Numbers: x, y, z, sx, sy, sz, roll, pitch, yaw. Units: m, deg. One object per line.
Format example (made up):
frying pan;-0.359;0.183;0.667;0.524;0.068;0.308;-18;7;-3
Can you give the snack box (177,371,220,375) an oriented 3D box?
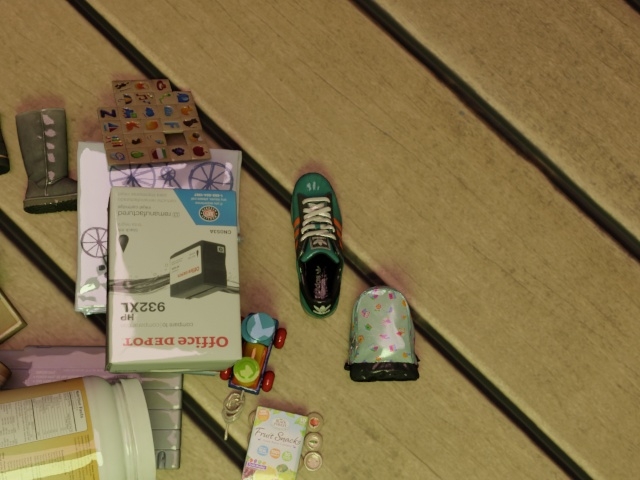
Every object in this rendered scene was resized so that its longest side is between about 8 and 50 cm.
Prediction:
snack box;-0.267;0.142;1.436;0.175;0.070;0.207;9;71;-15

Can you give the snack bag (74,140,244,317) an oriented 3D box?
snack bag;-0.312;-0.022;1.508;0.323;0.037;0.342;1;85;-17

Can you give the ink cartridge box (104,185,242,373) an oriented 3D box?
ink cartridge box;-0.261;0.071;1.350;0.223;0.129;0.307;1;74;-17

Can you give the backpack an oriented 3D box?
backpack;0.124;0.181;1.492;0.152;0.115;0.182;0;75;-2

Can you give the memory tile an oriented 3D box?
memory tile;-0.068;0.387;1.481;0.148;0.012;0.113;4;77;-4

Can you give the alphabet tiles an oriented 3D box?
alphabet tiles;-0.342;-0.242;1.539;0.198;0.009;0.237;-7;53;-21

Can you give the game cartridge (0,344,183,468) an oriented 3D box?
game cartridge;-0.438;0.313;1.443;0.355;0.068;0.230;2;73;-5

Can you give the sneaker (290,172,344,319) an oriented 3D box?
sneaker;0.000;0.000;1.518;0.108;0.121;0.302;-4;78;-6

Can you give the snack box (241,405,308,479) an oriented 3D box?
snack box;-0.087;0.394;1.451;0.100;0.037;0.141;13;77;-3

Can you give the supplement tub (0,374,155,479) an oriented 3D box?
supplement tub;-0.448;0.350;1.271;0.316;0.228;0.228;-7;78;-22

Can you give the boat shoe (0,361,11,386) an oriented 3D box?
boat shoe;-0.721;0.197;1.354;0.341;0.121;0.110;24;68;11

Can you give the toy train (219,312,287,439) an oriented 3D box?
toy train;-0.139;0.254;1.437;0.105;0.143;0.248;16;76;-1

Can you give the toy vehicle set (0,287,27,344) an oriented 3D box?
toy vehicle set;-0.722;0.176;1.459;0.267;0.035;0.166;-37;83;-12

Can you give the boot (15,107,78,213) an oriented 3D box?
boot;-0.517;-0.164;1.543;0.190;0.076;0.208;-3;71;-8

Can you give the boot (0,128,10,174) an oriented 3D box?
boot;-0.730;-0.191;1.530;0.198;0.077;0.137;-6;73;-20
